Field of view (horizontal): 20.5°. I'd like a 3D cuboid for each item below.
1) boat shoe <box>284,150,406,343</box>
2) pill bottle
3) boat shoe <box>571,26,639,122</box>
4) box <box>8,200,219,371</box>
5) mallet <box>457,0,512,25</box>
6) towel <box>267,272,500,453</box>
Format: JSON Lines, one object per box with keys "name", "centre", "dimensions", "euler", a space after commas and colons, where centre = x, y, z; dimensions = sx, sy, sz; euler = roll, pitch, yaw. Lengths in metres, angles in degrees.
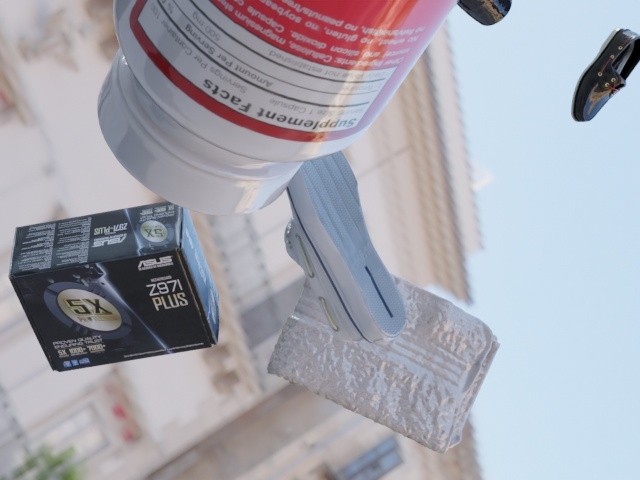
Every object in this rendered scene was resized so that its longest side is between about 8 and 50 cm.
{"name": "boat shoe", "centre": [0.000, 0.000, 1.646], "dimensions": [0.076, 0.083, 0.226], "euler": [-14, -78, 37]}
{"name": "pill bottle", "centre": [-0.014, -0.207, 1.300], "dimensions": [0.229, 0.229, 0.407], "euler": [52, -45, 17]}
{"name": "boat shoe", "centre": [0.351, -0.200, 2.162], "dimensions": [0.042, 0.133, 0.049], "euler": [26, -10, 43]}
{"name": "box", "centre": [-0.207, 0.047, 1.802], "dimensions": [0.077, 0.180, 0.147], "euler": [-92, 170, -47]}
{"name": "mallet", "centre": [0.191, -0.214, 1.419], "dimensions": [0.190, 0.039, 0.062], "euler": [-7, -32, 31]}
{"name": "towel", "centre": [0.086, 0.144, 2.298], "dimensions": [0.282, 0.187, 0.049], "euler": [26, -8, -15]}
